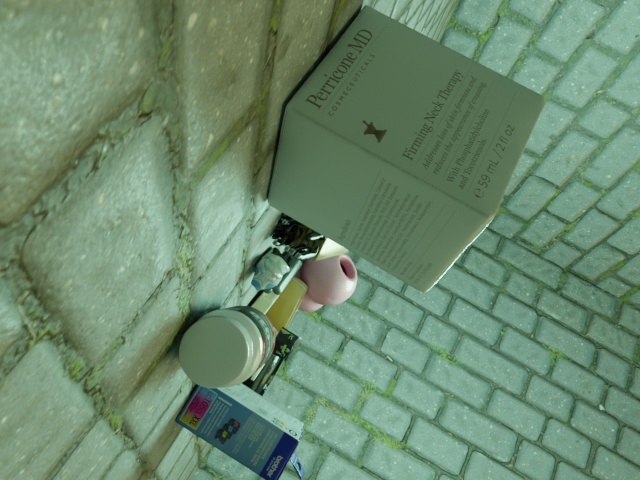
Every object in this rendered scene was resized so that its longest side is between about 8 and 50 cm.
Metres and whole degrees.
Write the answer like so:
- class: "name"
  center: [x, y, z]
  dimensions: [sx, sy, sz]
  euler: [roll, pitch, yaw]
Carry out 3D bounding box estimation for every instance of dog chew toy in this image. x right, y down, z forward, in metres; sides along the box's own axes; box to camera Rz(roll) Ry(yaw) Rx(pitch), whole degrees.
- class: "dog chew toy"
  center: [-0.035, 0.159, 2.014]
  dimensions: [0.332, 0.206, 0.206]
  euler: [-28, -167, 29]

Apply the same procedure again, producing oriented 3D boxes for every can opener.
- class: "can opener"
  center: [-0.104, 0.061, 1.824]
  dimensions: [0.280, 0.074, 0.093]
  euler: [-58, 140, -41]

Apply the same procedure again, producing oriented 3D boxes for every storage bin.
- class: "storage bin"
  center: [-0.175, 0.268, 1.858]
  dimensions: [0.260, 0.123, 0.262]
  euler: [-63, 174, 34]

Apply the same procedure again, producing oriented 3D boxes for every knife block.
- class: "knife block"
  center: [0.000, 0.000, 1.511]
  dimensions: [0.088, 0.276, 0.242]
  euler: [-62, -156, 18]

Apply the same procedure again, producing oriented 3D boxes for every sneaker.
- class: "sneaker"
  center: [-0.136, 0.077, 1.516]
  dimensions: [0.086, 0.085, 0.237]
  euler: [-35, -177, 9]

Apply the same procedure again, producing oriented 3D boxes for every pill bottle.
- class: "pill bottle"
  center: [-0.194, 0.225, 1.213]
  dimensions: [0.161, 0.161, 0.283]
  euler: [-61, 175, -2]

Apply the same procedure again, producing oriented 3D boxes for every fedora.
- class: "fedora"
  center: [-0.253, 0.488, 2.139]
  dimensions: [0.334, 0.153, 0.334]
  euler: [-60, 175, -9]

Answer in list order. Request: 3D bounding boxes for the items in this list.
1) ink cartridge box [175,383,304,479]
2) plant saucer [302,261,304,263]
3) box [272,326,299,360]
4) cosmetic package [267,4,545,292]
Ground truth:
- class: "ink cartridge box"
  center: [-0.201, 0.562, 1.687]
  dimensions: [0.151, 0.396, 0.270]
  euler: [-60, 175, -6]
- class: "plant saucer"
  center: [-0.119, 0.168, 2.281]
  dimensions: [0.310, 0.050, 0.310]
  euler: [-60, 174, -10]
- class: "box"
  center: [-0.111, 0.316, 1.718]
  dimensions: [0.052, 0.062, 0.083]
  euler: [-55, 171, -42]
- class: "cosmetic package"
  center: [0.153, -0.170, 1.127]
  dimensions: [0.329, 0.394, 0.327]
  euler: [-58, 175, -29]
